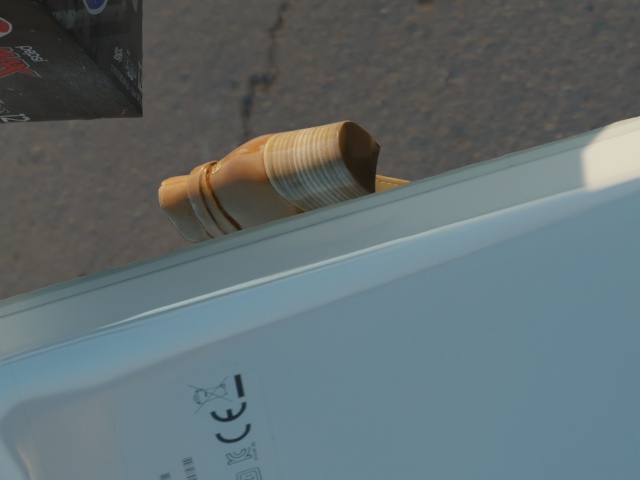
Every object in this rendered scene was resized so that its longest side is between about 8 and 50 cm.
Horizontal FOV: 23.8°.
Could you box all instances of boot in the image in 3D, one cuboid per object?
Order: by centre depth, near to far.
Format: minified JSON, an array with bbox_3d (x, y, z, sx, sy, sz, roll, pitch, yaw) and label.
[{"bbox_3d":[0.000,0.000,1.013,0.152,0.073,0.197,-15,131,33],"label":"boot"}]

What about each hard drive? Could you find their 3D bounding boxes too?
[{"bbox_3d":[0.029,0.069,0.556,0.040,0.307,0.203,-118,16,-48],"label":"hard drive"}]

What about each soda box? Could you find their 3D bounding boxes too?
[{"bbox_3d":[-0.096,-0.079,0.448,0.169,0.060,0.053,59,-151,-80],"label":"soda box"}]
